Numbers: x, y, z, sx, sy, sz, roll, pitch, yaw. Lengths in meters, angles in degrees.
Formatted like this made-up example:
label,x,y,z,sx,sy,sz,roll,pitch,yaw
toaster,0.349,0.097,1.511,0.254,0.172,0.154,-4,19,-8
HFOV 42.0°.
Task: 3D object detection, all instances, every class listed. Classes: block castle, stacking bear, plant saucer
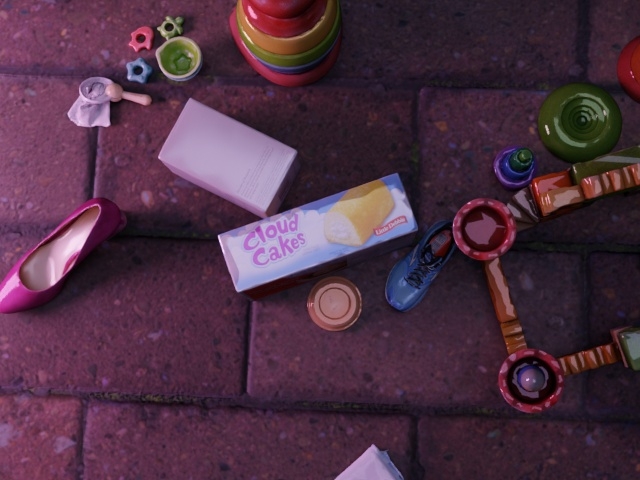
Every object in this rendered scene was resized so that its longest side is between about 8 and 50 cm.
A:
label,x,y,z,sx,sy,sz,roll,pitch,yaw
block castle,0.430,0.029,1.119,0.454,0.213,0.302,-17,83,10
stacking bear,-0.049,-0.335,1.175,0.176,0.289,0.164,-20,83,0
plant saucer,0.022,0.095,1.258,0.084,0.013,0.083,0,82,2

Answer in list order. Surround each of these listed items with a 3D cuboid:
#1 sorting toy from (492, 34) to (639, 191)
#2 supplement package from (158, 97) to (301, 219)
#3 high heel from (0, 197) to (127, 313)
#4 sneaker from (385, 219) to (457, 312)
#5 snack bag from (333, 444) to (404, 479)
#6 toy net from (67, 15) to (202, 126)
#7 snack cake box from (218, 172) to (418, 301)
label,x,y,z,sx,sy,sz,roll,pitch,yaw
sorting toy,0.415,-0.200,1.223,0.366,0.126,0.127,-34,83,-3
supplement package,-0.132,-0.118,1.245,0.179,0.105,0.105,27,85,5
high heel,-0.396,0.025,1.232,0.244,0.117,0.082,-33,83,-2
sneaker,0.150,0.032,1.231,0.063,0.073,0.162,34,85,6
snack bag,0.058,0.522,1.194,0.343,0.037,0.323,-40,83,-3
toy net,-0.301,-0.263,1.300,0.232,0.045,0.122,-28,83,-1
snack cake box,0.000,0.000,1.202,0.265,0.152,0.089,-20,82,-1
